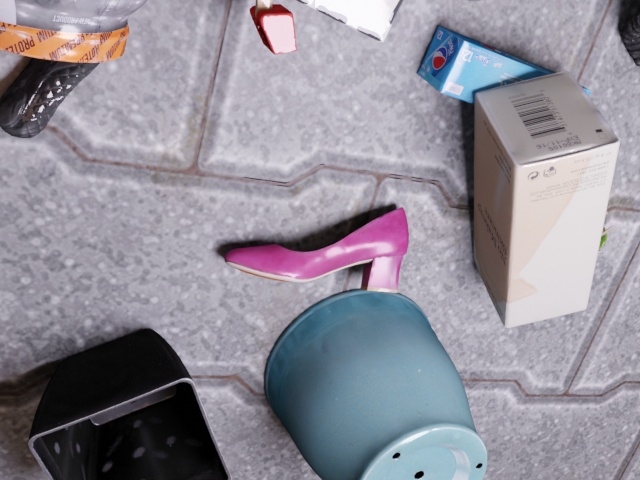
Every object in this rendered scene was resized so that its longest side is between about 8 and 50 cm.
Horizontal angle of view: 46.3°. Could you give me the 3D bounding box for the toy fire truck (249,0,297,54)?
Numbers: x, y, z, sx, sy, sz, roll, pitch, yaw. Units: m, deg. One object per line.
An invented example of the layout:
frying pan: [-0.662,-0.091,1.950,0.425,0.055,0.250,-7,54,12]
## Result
toy fire truck: [-0.011,-0.290,0.725,0.135,0.047,0.192,-17,122,-11]

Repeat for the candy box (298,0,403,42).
candy box: [-0.003,-0.330,0.778,0.233,0.071,0.159,19,109,-28]

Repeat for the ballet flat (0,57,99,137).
ballet flat: [-0.271,-0.176,0.782,0.173,0.057,0.049,-42,165,6]

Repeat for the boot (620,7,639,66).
boot: [0.481,-0.357,0.880,0.260,0.131,0.348,-40,142,3]

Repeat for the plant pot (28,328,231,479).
plant pot: [-0.241,0.223,0.937,0.188,0.167,0.187,-21,123,-11]

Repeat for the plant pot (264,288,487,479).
plant pot: [0.088,0.247,1.028,0.272,0.255,0.271,-10,121,-17]

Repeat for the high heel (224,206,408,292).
high heel: [0.000,0.000,0.978,0.244,0.082,0.117,7,87,-11]

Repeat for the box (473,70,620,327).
box: [0.274,-0.040,0.956,0.121,0.148,0.311,-14,137,-1]

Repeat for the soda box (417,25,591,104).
soda box: [0.233,-0.199,0.945,0.210,0.071,0.067,13,114,-27]

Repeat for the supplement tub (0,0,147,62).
supplement tub: [-0.219,-0.323,0.623,0.194,0.193,0.316,4,115,-24]

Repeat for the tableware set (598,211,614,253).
tableware set: [0.400,-0.025,1.139,0.104,0.024,0.154,-14,122,-14]
